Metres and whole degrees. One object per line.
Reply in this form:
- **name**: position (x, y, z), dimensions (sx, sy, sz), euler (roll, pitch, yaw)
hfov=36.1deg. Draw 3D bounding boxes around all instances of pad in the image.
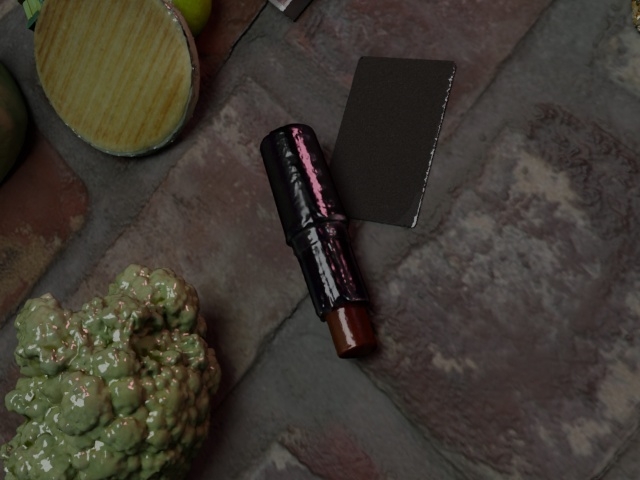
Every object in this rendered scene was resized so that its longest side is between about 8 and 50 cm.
- **pad**: position (0.080, -0.125, 1.203), dimensions (0.142, 0.003, 0.212), euler (11, 81, 33)

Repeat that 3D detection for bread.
- **bread**: position (-0.283, -0.246, 1.368), dimensions (0.266, 0.040, 0.267), euler (8, 111, 20)

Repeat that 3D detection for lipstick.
- **lipstick**: position (0.000, 0.000, 1.167), dimensions (0.081, 0.081, 0.300), euler (-27, 68, 21)

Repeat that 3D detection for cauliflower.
- **cauliflower**: position (-0.274, 0.176, 1.169), dimensions (0.281, 0.260, 0.327), euler (13, 61, 29)

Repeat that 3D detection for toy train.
- **toy train**: position (-0.449, -0.390, 1.580), dimensions (0.081, 0.050, 0.122), euler (-38, 60, 21)

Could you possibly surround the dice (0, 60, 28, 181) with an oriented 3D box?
- **dice**: position (-0.620, -0.194, 1.496), dimensions (0.249, 0.254, 0.252), euler (-41, 60, 14)

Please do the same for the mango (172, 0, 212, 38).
- **mango**: position (-0.281, -0.373, 1.423), dimensions (0.293, 0.143, 0.175), euler (23, 89, 25)

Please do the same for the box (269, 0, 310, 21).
- **box**: position (-0.019, -0.399, 1.330), dimensions (0.177, 0.036, 0.115), euler (-49, 58, 8)

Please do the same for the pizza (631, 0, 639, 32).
- **pizza**: position (0.364, -0.263, 1.062), dimensions (0.083, 0.025, 0.078), euler (24, 85, 33)
